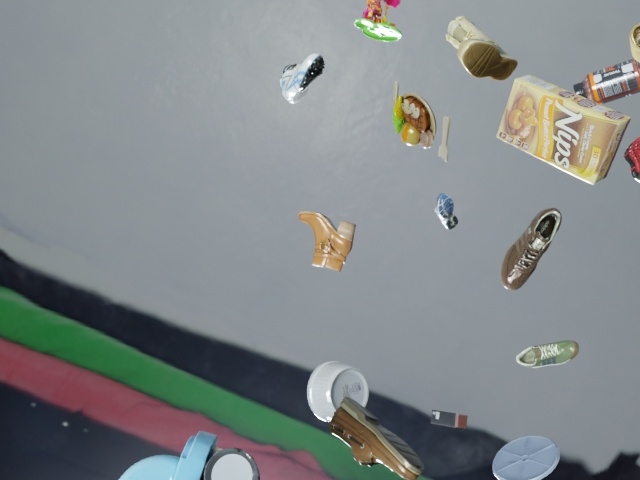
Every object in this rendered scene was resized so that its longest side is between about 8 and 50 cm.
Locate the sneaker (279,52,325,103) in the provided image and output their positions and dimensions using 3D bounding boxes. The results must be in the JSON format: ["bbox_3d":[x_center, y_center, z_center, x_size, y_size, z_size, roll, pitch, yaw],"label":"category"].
[{"bbox_3d":[-0.056,-0.420,1.811,0.086,0.085,0.237,50,161,-4],"label":"sneaker"}]

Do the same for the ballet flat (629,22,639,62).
[{"bbox_3d":[0.598,-0.294,1.163,0.073,0.080,0.232,34,-175,-46],"label":"ballet flat"}]

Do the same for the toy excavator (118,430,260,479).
[{"bbox_3d":[-0.379,0.567,1.412,0.445,0.433,0.222,17,160,3],"label":"toy excavator"}]

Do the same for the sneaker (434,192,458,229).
[{"bbox_3d":[0.347,-0.088,2.034,0.058,0.052,0.135,45,166,43],"label":"sneaker"}]

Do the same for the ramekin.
[{"bbox_3d":[0.067,0.512,2.418,0.207,0.207,0.109,16,163,-32],"label":"ramekin"}]

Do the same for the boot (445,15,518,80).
[{"bbox_3d":[0.411,-0.541,1.965,0.262,0.095,0.203,-3,-133,-48],"label":"boot"}]

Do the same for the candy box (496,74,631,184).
[{"bbox_3d":[0.655,-0.308,1.950,0.087,0.183,0.316,-24,-134,-39],"label":"candy box"}]

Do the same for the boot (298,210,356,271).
[{"bbox_3d":[0.000,0.000,2.115,0.197,0.152,0.073,18,180,27],"label":"boot"}]

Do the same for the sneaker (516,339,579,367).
[{"bbox_3d":[0.683,0.348,2.174,0.086,0.192,0.064,13,-119,-34],"label":"sneaker"}]

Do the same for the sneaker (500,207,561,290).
[{"bbox_3d":[0.425,0.013,1.447,0.066,0.188,0.071,29,174,8],"label":"sneaker"}]

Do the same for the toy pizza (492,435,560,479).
[{"bbox_3d":[0.604,0.649,2.093,0.201,0.201,0.032,-110,-6,-74],"label":"toy pizza"}]

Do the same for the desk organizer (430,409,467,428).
[{"bbox_3d":[0.431,0.599,2.394,0.050,0.047,0.130,14,167,-27],"label":"desk organizer"}]

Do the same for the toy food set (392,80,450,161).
[{"bbox_3d":[0.207,-0.261,1.578,0.038,0.132,0.192,-27,-131,-22],"label":"toy food set"}]

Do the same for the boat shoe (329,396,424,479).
[{"bbox_3d":[0.137,0.523,1.808,0.110,0.104,0.307,33,-179,-39],"label":"boat shoe"}]

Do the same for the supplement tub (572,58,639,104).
[{"bbox_3d":[0.886,-0.479,2.197,0.197,0.106,0.106,-16,172,27],"label":"supplement tub"}]

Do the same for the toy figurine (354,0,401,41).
[{"bbox_3d":[0.195,-0.753,2.311,0.173,0.159,0.130,13,173,-34],"label":"toy figurine"}]

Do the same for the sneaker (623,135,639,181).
[{"bbox_3d":[1.079,-0.247,2.343,0.125,0.104,0.262,35,-138,-14],"label":"sneaker"}]
